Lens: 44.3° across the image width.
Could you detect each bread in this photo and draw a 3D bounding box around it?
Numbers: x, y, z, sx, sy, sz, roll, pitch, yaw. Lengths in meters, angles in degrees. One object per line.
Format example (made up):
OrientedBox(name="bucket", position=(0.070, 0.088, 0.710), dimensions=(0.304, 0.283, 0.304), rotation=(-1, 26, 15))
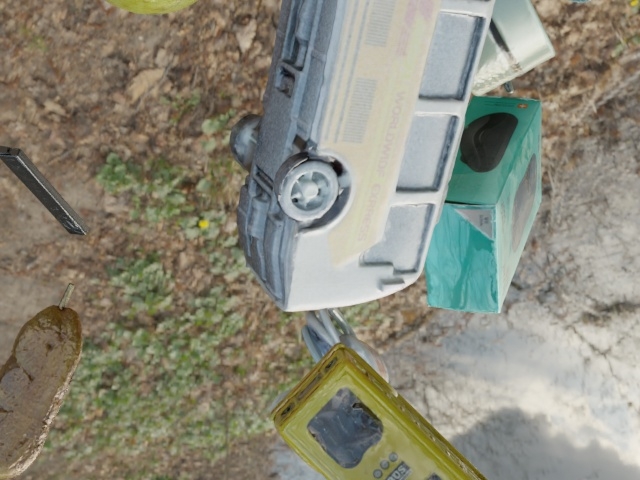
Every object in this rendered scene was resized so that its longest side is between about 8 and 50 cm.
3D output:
OrientedBox(name="bread", position=(-0.484, 0.236, 1.332), dimensions=(0.124, 0.344, 0.084), rotation=(21, 169, -3))

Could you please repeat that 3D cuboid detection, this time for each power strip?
OrientedBox(name="power strip", position=(0.276, -0.427, 1.375), dimensions=(0.161, 0.358, 0.357), rotation=(-26, 131, 20))

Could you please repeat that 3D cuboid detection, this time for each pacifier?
OrientedBox(name="pacifier", position=(0.000, 0.269, 1.467), dimensions=(0.233, 0.244, 0.299), rotation=(-39, 159, 3))

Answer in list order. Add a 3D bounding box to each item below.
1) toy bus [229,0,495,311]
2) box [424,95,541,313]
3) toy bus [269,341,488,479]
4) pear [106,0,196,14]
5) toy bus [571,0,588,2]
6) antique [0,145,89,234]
OrientedBox(name="toy bus", position=(0.030, -0.124, 0.502), dimensions=(0.138, 0.097, 0.343), rotation=(-2, 116, -27))
OrientedBox(name="box", position=(0.254, -0.063, 1.204), dimensions=(0.118, 0.311, 0.205), rotation=(6, 129, 26))
OrientedBox(name="toy bus", position=(0.099, 0.282, 0.917), dimensions=(0.331, 0.151, 0.145), rotation=(44, 84, -1))
OrientedBox(name="pear", position=(-0.242, -0.464, 1.109), dimensions=(0.283, 0.284, 0.284), rotation=(0, 137, 0))
OrientedBox(name="toy bus", position=(0.212, -0.352, 0.833), dimensions=(0.256, 0.128, 0.147), rotation=(17, 165, 32))
OrientedBox(name="antique", position=(-0.363, -0.061, 1.040), dimensions=(0.031, 0.015, 0.192), rotation=(7, 152, 18))
